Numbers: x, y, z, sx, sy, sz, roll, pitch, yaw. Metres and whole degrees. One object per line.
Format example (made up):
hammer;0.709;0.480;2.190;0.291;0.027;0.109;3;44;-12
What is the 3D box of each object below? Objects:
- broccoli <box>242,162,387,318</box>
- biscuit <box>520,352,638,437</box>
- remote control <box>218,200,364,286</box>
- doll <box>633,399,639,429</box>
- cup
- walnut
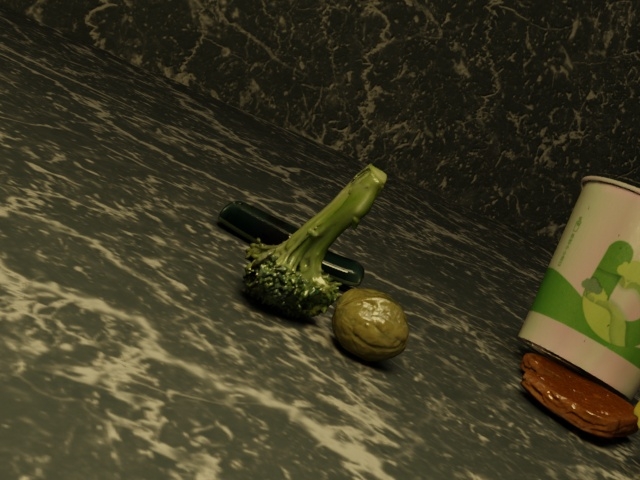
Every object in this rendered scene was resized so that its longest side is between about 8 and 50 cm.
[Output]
broccoli;0.000;-0.001;1.048;0.122;0.204;0.118;31;23;-23
biscuit;0.326;0.204;1.247;0.186;0.036;0.192;31;12;34
remote control;-0.040;0.006;1.321;0.222;0.042;0.072;27;13;6
doll;0.532;0.263;1.170;0.363;0.145;0.199;23;25;-34
cup;0.439;0.076;1.400;0.253;0.274;0.253;32;-1;1
walnut;0.056;0.094;1.046;0.092;0.092;0.092;25;11;-5
